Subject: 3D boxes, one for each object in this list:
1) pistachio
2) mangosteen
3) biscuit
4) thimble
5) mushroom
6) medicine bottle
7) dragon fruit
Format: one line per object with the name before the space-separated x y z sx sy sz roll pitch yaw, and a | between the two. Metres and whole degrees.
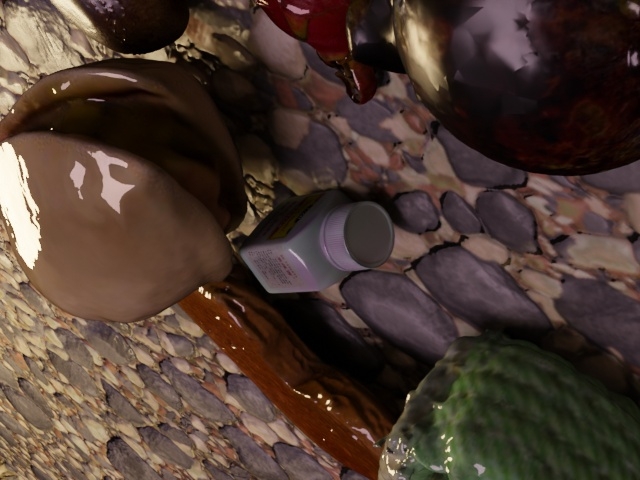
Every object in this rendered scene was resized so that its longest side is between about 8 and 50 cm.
pistachio | -0.161 -0.042 0.768 0.214 0.193 0.318 16 159 -9
mangosteen | 0.099 -0.112 0.438 0.184 0.172 0.172 10 137 49
biscuit | -0.023 0.118 0.920 0.277 0.052 0.262 47 164 -6
thimble | 0.154 0.183 0.746 0.219 0.150 0.219 28 147 20
mushroom | -0.149 -0.189 0.705 0.127 0.087 0.127 40 172 7
medicine bottle | 0.000 0.000 0.763 0.118 0.074 0.055 -5 125 52
dragon fruit | 0.003 -0.141 0.578 0.094 0.094 0.190 33 160 14
